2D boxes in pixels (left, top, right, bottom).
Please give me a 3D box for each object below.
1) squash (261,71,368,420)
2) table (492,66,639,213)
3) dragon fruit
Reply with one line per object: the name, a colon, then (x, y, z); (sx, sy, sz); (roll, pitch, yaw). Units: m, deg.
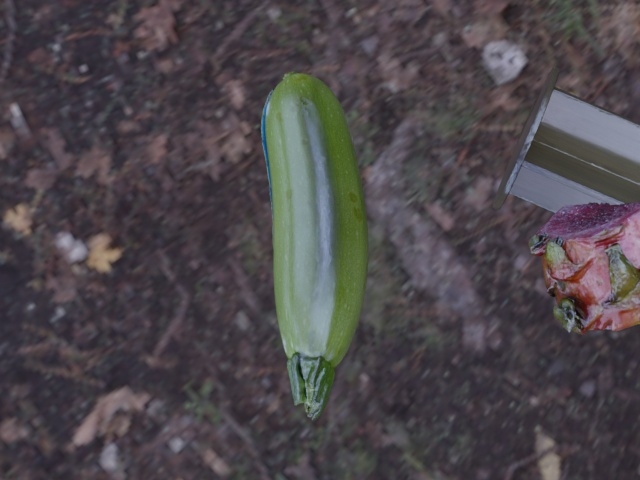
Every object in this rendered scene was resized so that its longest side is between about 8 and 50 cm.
squash: (0.000, 0.000, 1.557); (0.094, 0.094, 0.341); (-15, 67, 28)
table: (0.323, -0.068, 1.831); (0.226, 0.167, 0.167); (23, 117, 3)
dragon fruit: (0.229, 0.024, 1.413); (0.147, 0.096, 0.102); (2, 116, 54)
